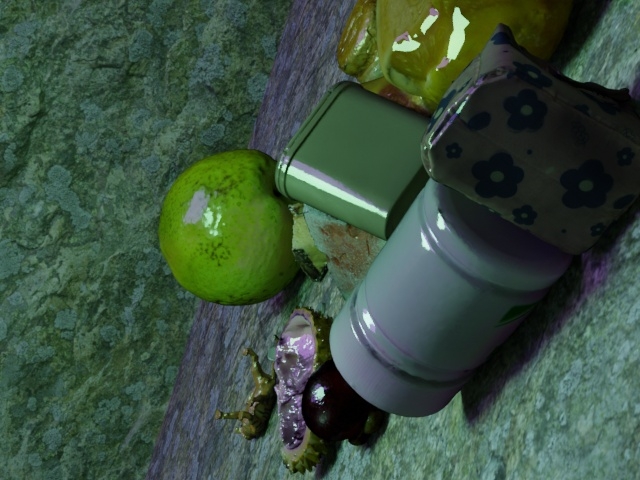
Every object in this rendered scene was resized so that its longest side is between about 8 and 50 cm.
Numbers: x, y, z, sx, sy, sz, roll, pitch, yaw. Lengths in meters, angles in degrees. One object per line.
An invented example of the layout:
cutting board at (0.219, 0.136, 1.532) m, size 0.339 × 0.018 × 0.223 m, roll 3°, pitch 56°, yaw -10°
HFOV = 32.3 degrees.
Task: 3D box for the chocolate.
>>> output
chocolate at (0.136, -0.234, 2.109) m, size 0.445 × 0.162 × 0.162 m, roll -1°, pitch 72°, yaw 70°

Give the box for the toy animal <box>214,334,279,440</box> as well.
toy animal at (-0.133, 0.340, 2.511) m, size 0.114 × 0.116 × 0.255 m, roll 31°, pitch 98°, yaw 51°

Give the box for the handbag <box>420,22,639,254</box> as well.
handbag at (0.262, -0.134, 1.336) m, size 0.190 × 0.251 × 0.193 m, roll -55°, pitch 12°, yaw 31°

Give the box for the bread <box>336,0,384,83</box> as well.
bread at (0.121, -0.440, 2.417) m, size 0.236 × 0.120 × 0.198 m, roll -112°, pitch 44°, yaw -67°

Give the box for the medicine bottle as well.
medicine bottle at (0.169, 0.066, 1.482) m, size 0.212 × 0.212 × 0.325 m, roll -88°, pitch 22°, yaw -46°

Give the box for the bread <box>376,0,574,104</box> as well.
bread at (0.247, -0.390, 1.687) m, size 0.361 × 0.250 × 0.394 m, roll 119°, pitch 158°, yaw -45°

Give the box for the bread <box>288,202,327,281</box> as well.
bread at (0.000, 0.000, 2.457) m, size 0.152 × 0.127 × 0.147 m, roll 75°, pitch -169°, yaw -46°

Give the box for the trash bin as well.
trash bin at (0.081, -0.135, 1.892) m, size 0.243 × 0.247 × 0.121 m, roll -53°, pitch -33°, yaw -13°

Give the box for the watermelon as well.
watermelon at (0.056, -0.029, 2.023) m, size 0.261 × 0.201 × 0.213 m, roll 116°, pitch 172°, yaw -51°

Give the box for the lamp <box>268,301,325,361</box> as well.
lamp at (-0.050, 0.201, 2.424) m, size 0.198 × 0.056 × 0.050 m, roll -56°, pitch 18°, yaw 37°

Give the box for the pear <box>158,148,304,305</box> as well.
pear at (-0.188, -0.040, 2.600) m, size 0.391 × 0.391 × 0.391 m, roll -162°, pitch 90°, yaw -75°

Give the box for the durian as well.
durian at (-0.003, 0.269, 2.080) m, size 0.191 × 0.112 × 0.341 m, roll -44°, pitch 39°, yaw 43°

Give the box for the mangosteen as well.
mangosteen at (0.044, 0.275, 1.861) m, size 0.152 × 0.152 × 0.152 m, roll -162°, pitch 90°, yaw -75°
